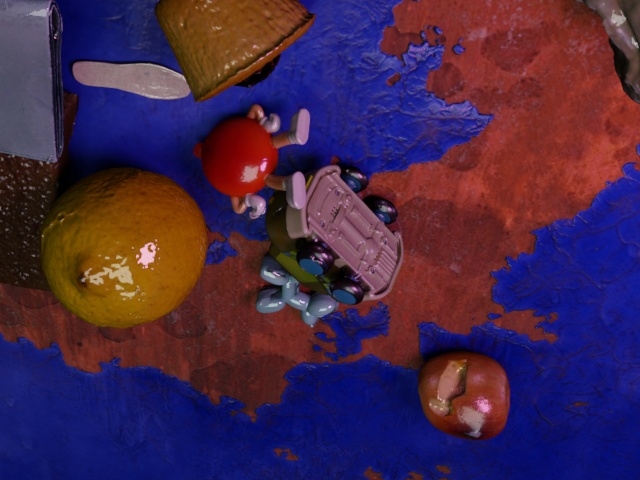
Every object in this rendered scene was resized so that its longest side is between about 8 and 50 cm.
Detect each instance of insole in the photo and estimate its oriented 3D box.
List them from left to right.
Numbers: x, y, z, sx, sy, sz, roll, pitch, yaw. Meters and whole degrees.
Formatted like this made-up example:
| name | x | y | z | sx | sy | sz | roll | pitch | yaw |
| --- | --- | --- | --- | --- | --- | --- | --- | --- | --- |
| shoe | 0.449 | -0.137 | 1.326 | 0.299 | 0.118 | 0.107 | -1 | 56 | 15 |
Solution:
| name | x | y | z | sx | sy | sz | roll | pitch | yaw |
| --- | --- | --- | --- | --- | --- | --- | --- | --- | --- |
| insole | -0.303 | -0.261 | 1.341 | 0.192 | 0.010 | 0.063 | 7 | 130 | 1 |

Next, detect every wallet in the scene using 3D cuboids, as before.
| name | x | y | z | sx | sy | sz | roll | pitch | yaw |
| --- | --- | --- | --- | --- | --- | --- | --- | --- | --- |
| wallet | -0.498 | -0.251 | 1.198 | 0.252 | 0.054 | 0.290 | 14 | 134 | -4 |

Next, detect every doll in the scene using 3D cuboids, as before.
| name | x | y | z | sx | sy | sz | roll | pitch | yaw |
| --- | --- | --- | --- | --- | --- | --- | --- | --- | --- |
| doll | -0.112 | -0.127 | 1.348 | 0.217 | 0.085 | 0.183 | 1 | 88 | 32 |
| doll | -0.043 | 0.103 | 1.580 | 0.159 | 0.059 | 0.159 | 5 | 129 | 3 |

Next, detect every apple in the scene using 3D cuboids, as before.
| name | x | y | z | sx | sy | sz | roll | pitch | yaw |
| --- | --- | --- | --- | --- | --- | --- | --- | --- | --- |
| apple | 0.279 | 0.301 | 1.637 | 0.199 | 0.199 | 0.199 | 3 | 130 | 4 |

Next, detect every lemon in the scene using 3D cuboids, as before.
| name | x | y | z | sx | sy | sz | roll | pitch | yaw |
| --- | --- | --- | --- | --- | --- | --- | --- | --- | --- |
| lemon | -0.325 | 0.011 | 1.394 | 0.293 | 0.293 | 0.293 | 3 | 130 | 4 |

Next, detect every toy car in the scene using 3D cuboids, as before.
| name | x | y | z | sx | sy | sz | roll | pitch | yaw |
| --- | --- | --- | --- | --- | --- | --- | --- | --- | --- |
| toy car | 0.000 | 0.000 | 1.429 | 0.198 | 0.204 | 0.248 | -11 | 133 | 45 |

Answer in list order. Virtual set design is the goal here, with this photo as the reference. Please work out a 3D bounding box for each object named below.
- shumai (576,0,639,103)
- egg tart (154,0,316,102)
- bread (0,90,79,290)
| name | x | y | z | sx | sy | sz | roll | pitch | yaw |
| --- | --- | --- | --- | --- | --- | --- | --- | --- | --- |
| shumai | 0.391 | -0.387 | 0.979 | 0.324 | 0.324 | 0.397 | 29 | 123 | 1 |
| egg tart | -0.122 | -0.301 | 1.172 | 0.215 | 0.215 | 0.170 | -27 | 108 | 26 |
| bread | -0.516 | -0.085 | 1.449 | 0.165 | 0.113 | 0.416 | 14 | 131 | -4 |
